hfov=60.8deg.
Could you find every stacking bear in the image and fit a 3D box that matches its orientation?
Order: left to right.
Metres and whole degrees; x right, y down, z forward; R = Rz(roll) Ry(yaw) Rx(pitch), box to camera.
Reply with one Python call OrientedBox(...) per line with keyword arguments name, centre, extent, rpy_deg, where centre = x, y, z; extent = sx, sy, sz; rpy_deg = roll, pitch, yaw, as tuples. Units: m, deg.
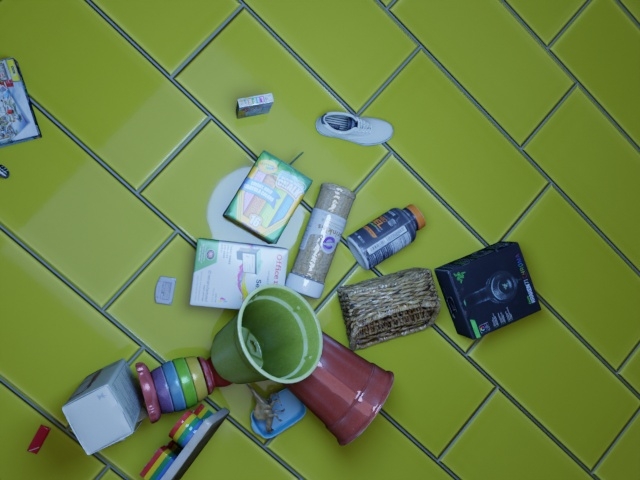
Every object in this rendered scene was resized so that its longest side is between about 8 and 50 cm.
OrientedBox(name="stacking bear", centre=(-0.384, 0.416, 1.636), extent=(0.289, 0.164, 0.175), rpy_deg=(-15, 69, -21))

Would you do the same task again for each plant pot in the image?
OrientedBox(name="plant pot", centre=(-0.178, 0.296, 1.563), extent=(0.276, 0.254, 0.276), rpy_deg=(20, 55, -32))
OrientedBox(name="plant pot", centre=(0.037, 0.433, 1.675), extent=(0.265, 0.272, 0.272), rpy_deg=(38, 84, -1))

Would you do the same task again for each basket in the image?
OrientedBox(name="basket", centre=(0.227, 0.226, 1.721), extent=(0.299, 0.213, 0.223), rpy_deg=(-13, 92, -10))

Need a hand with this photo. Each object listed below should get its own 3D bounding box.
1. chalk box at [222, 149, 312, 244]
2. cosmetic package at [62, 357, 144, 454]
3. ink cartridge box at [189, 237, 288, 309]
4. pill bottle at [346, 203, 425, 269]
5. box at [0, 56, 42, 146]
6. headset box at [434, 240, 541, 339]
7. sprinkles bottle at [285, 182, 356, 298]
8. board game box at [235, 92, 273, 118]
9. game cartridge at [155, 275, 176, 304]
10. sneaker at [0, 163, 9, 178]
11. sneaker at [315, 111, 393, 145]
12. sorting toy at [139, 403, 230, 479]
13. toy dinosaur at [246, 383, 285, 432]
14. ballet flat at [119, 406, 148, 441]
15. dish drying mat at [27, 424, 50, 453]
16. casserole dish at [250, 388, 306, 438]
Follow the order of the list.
OrientedBox(name="chalk box", centre=(-0.149, -0.154, 1.664), extent=(0.179, 0.180, 0.289), rpy_deg=(31, 84, -10))
OrientedBox(name="cosmetic package", centre=(-0.594, 0.452, 1.522), extent=(0.129, 0.296, 0.153), rpy_deg=(-26, 95, -11))
OrientedBox(name="ink cartridge box", centre=(-0.248, 0.107, 1.677), extent=(0.278, 0.117, 0.201), rpy_deg=(7, 89, -11))
OrientedBox(name="pill bottle", centre=(0.217, -0.020, 1.760), extent=(0.245, 0.130, 0.130), rpy_deg=(-32, 96, -10))
OrientedBox(name="box", centre=(-0.928, -0.393, 1.578), extent=(0.159, 0.044, 0.233), rpy_deg=(-17, 94, -10))
OrientedBox(name="headset box", centre=(0.547, 0.166, 1.824), extent=(0.283, 0.131, 0.246), rpy_deg=(-20, 94, -9))
OrientedBox(name="sprinkles bottle", centre=(0.000, 0.000, 1.723), extent=(0.121, 0.121, 0.355), rpy_deg=(20, 86, -10))
OrientedBox(name="board game box", centre=(-0.203, -0.408, 1.662), extent=(0.103, 0.154, 0.026), rpy_deg=(-13, 93, -10))
OrientedBox(name="game cartridge", centre=(-0.480, 0.154, 1.685), extent=(0.056, 0.017, 0.083), rpy_deg=(11, 88, -14))
OrientedBox(name="sneaker", centre=(-0.956, -0.209, 1.582), extent=(0.109, 0.040, 0.044), rpy_deg=(34, 101, -6))
OrientedBox(name="sneaker", centre=(0.116, -0.359, 1.755), extent=(0.258, 0.091, 0.094), rpy_deg=(2, 90, -11))
OrientedBox(name="sorting toy", centre=(-0.399, 0.595, 1.593), extent=(0.089, 0.257, 0.255), rpy_deg=(36, 84, 8))
OrientedBox(name="toy dinosaur", centre=(-0.168, 0.513, 1.693), extent=(0.092, 0.053, 0.183), rpy_deg=(-25, 94, -8))
OrientedBox(name="ballet flat", centre=(-0.593, 0.573, 1.648), extent=(0.168, 0.057, 0.052), rpy_deg=(-42, 107, -7))
OrientedBox(name="dish drying mat", centre=(-0.838, 0.592, 1.623), extent=(0.032, 0.008, 0.083), rpy_deg=(28, 86, -9))
OrientedBox(name="casserole dish", centre=(-0.135, 0.547, 1.744), extent=(0.188, 0.037, 0.114), rpy_deg=(-31, 96, -8))
